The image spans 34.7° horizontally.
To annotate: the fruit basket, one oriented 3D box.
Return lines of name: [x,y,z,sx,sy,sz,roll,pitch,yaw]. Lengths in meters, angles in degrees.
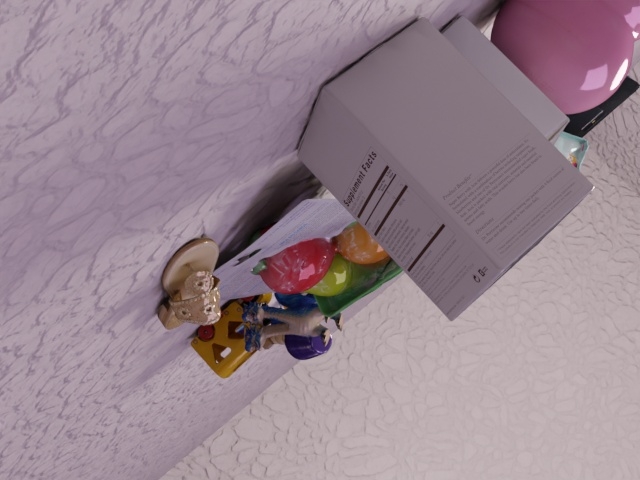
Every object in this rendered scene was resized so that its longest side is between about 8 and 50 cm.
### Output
fruit basket: [0.000,0.000,1.532,0.353,0.165,0.327,1,152,-43]

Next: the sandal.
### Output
sandal: [-0.162,0.081,1.378,0.088,0.079,0.240,-30,165,-26]

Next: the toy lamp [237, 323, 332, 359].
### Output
toy lamp: [-0.074,0.179,1.897,0.080,0.080,0.274,-37,-163,-31]

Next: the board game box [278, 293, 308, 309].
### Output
board game box: [0.154,0.046,2.270,0.390,0.050,0.390,-24,-178,32]

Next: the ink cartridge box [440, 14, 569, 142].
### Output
ink cartridge box: [0.222,-0.166,1.466,0.121,0.211,0.289,-44,172,-3]

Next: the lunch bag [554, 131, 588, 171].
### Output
lunch bag: [0.422,-0.172,2.271,0.223,0.262,0.160,118,-10,-71]

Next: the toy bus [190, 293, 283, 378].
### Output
toy bus: [-0.128,0.154,1.817,0.191,0.104,0.202,-35,169,-41]

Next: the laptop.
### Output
laptop: [0.538,-0.306,2.283,0.234,0.264,0.136,-45,-158,38]

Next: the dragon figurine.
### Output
dragon figurine: [-0.035,0.112,1.757,0.289,0.144,0.085,-45,143,-61]

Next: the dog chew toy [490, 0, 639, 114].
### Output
dog chew toy: [0.397,-0.344,1.466,0.332,0.206,0.206,-51,170,4]

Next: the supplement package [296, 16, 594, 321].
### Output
supplement package: [0.142,-0.085,1.242,0.177,0.293,0.175,-38,170,-24]
